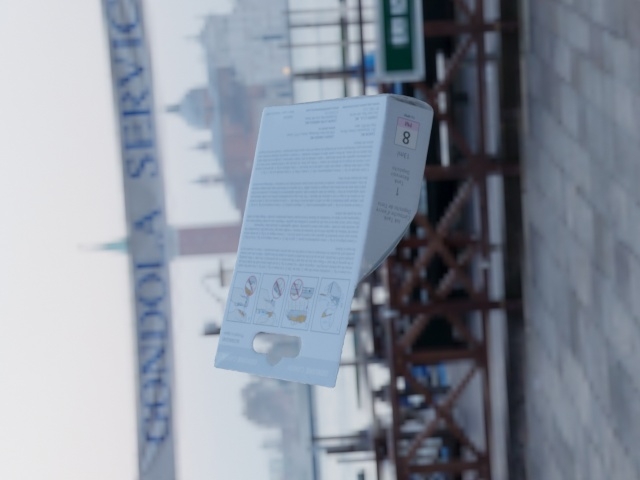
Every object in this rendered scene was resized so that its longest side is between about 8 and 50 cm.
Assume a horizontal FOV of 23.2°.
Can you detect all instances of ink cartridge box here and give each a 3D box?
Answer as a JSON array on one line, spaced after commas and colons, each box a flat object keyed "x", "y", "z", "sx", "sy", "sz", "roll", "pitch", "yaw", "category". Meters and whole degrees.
[{"x": 0.000, "y": 0.000, "z": 1.275, "sx": 0.189, "sy": 0.066, "sz": 0.232, "roll": 2, "pitch": 84, "yaw": 56, "category": "ink cartridge box"}]
